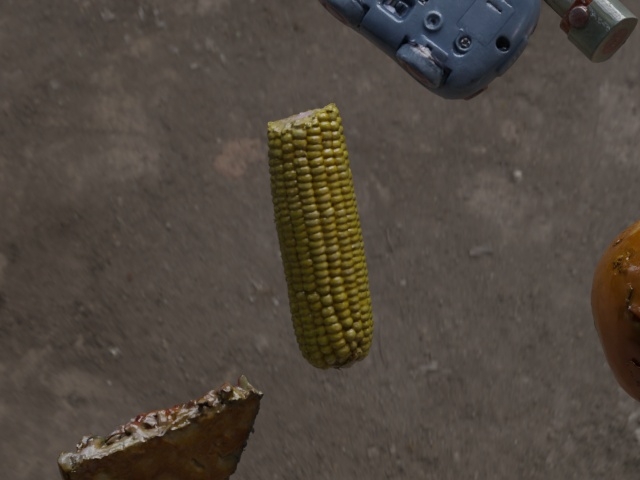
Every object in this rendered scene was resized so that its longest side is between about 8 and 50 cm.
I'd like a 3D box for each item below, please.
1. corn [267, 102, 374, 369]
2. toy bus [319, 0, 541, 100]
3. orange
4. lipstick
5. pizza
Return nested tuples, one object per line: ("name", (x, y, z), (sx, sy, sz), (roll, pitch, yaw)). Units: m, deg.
("corn", (0.000, 0.000, 1.237), (0.081, 0.081, 0.248), (-9, 100, 2))
("toy bus", (0.146, -0.310, 1.762), (0.294, 0.232, 0.197), (38, 89, 14))
("orange", (0.430, 0.080, 1.540), (0.246, 0.246, 0.246), (-2, 68, 5))
("lipstick", (0.254, -0.275, 1.436), (0.186, 0.057, 0.063), (49, 124, 23))
("pizza", (-0.129, 0.197, 1.221), (0.193, 0.201, 0.053), (-38, 43, -3))
